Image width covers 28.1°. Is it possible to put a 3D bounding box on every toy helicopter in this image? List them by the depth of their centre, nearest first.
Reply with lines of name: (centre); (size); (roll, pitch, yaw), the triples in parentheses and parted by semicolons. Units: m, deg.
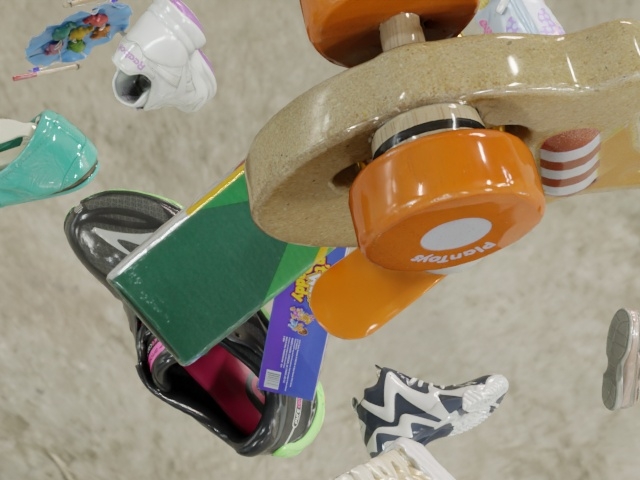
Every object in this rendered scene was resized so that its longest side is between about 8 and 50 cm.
toy helicopter: (0.130, -0.039, 0.679); (0.355, 0.235, 0.140); (-4, 65, -21)

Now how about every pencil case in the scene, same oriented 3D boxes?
pencil case: (0.345, -0.289, 2.006); (0.113, 0.124, 0.273); (-20, 64, -10)

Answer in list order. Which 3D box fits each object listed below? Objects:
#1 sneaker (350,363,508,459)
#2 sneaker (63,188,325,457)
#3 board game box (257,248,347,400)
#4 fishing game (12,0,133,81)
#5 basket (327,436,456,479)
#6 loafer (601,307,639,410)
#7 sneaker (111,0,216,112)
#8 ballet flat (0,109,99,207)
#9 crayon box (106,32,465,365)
sneaker: (0.152, 0.228, 1.923); (0.235, 0.094, 0.153); (-32, 60, -4)
sneaker: (-0.185, 0.107, 1.786); (0.483, 0.202, 0.185); (45, 107, 12)
board game box: (0.000, 0.000, 1.668); (0.078, 0.347, 0.233); (13, 34, 2)
fishing game: (-0.382, -0.321, 2.049); (0.189, 0.264, 0.041); (-20, 80, -41)
basket: (0.027, 0.388, 0.967); (0.331, 0.266, 0.328); (47, 111, 18)
loafer: (0.346, 0.132, 1.442); (0.039, 0.045, 0.125); (-3, 112, -19)
sneaker: (-0.237, -0.244, 1.844); (0.114, 0.305, 0.152); (42, 80, 12)
ballet flat: (-0.313, -0.059, 1.135); (0.247, 0.087, 0.083); (-19, 34, 23)
crayon box: (0.013, -0.060, 0.892); (0.323, 0.203, 0.083); (-40, 96, 5)
